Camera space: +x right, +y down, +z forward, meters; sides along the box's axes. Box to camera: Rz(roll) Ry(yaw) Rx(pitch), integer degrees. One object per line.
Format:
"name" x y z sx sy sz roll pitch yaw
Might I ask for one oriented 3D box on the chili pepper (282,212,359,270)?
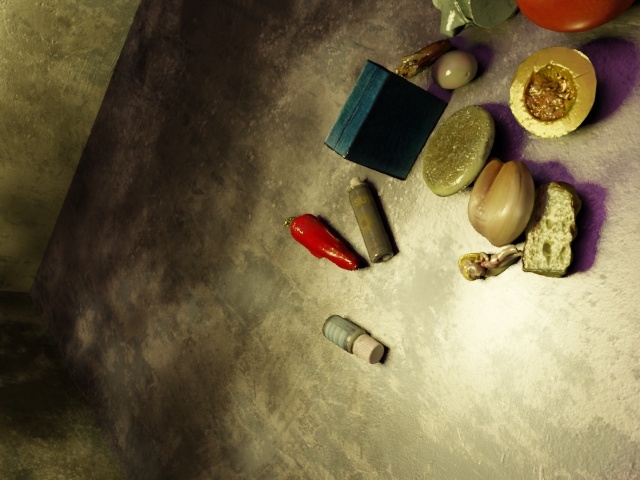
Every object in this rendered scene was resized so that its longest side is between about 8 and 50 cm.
"chili pepper" 0.000 0.000 1.983 0.387 0.110 0.110 39 109 39

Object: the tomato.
"tomato" 0.594 -0.651 1.393 0.272 0.341 0.342 17 94 50

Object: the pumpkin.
"pumpkin" 0.579 -0.356 1.512 0.217 0.110 0.218 5 97 40

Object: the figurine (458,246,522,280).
"figurine" 0.433 0.051 1.590 0.187 0.083 0.083 -30 63 43

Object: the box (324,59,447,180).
"box" 0.188 -0.332 1.747 0.116 0.279 0.261 42 110 42

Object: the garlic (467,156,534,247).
"garlic" 0.441 -0.095 1.550 0.217 0.110 0.228 -155 70 -69

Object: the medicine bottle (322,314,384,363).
"medicine bottle" 0.098 0.296 1.848 0.203 0.083 0.084 25 99 44

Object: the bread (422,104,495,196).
"bread" 0.363 -0.245 1.667 0.267 0.040 0.267 -43 35 40

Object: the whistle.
"whistle" 0.473 -0.723 1.655 0.404 0.188 0.168 -37 46 -7

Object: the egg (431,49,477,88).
"egg" 0.371 -0.475 1.720 0.135 0.103 0.103 -7 77 43

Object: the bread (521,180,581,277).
"bread" 0.558 -0.026 1.476 0.128 0.088 0.232 10 96 54

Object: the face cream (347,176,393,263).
"face cream" 0.146 -0.068 1.878 0.073 0.073 0.284 -35 59 34

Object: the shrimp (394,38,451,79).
"shrimp" 0.266 -0.519 1.823 0.262 0.117 0.066 -30 95 35
